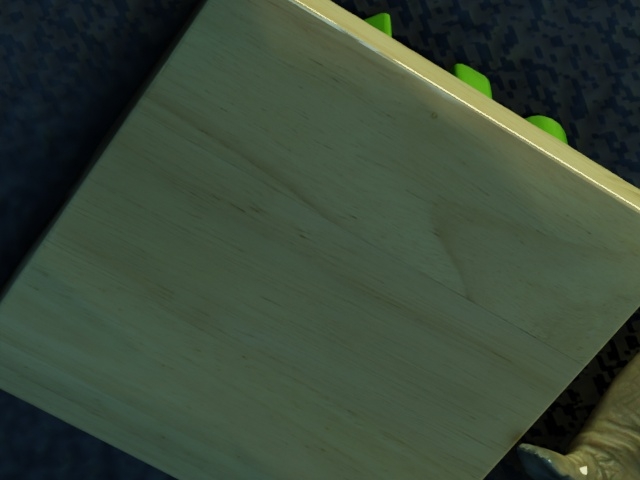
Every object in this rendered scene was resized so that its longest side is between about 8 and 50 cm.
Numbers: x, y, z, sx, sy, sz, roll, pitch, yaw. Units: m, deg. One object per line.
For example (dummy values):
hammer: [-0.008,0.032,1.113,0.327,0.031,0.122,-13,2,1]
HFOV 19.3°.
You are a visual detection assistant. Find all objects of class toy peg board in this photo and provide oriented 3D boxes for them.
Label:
toy peg board: [0.000,0.000,0.597,0.161,0.079,0.161,30,117,-16]

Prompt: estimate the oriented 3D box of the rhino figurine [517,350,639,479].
rhino figurine: [0.150,0.071,0.609,0.243,0.073,0.106,-24,76,-11]
